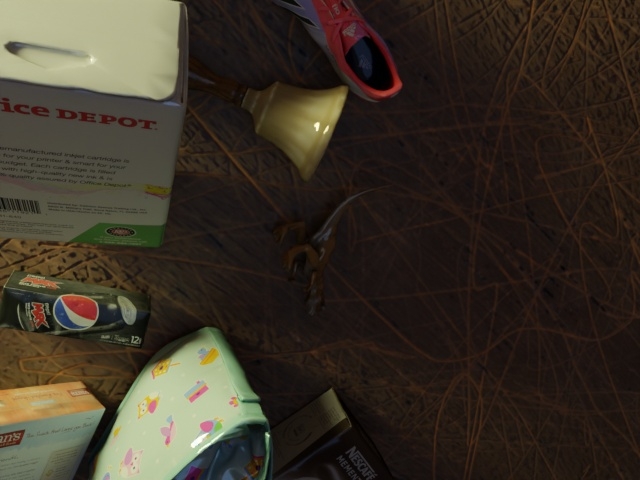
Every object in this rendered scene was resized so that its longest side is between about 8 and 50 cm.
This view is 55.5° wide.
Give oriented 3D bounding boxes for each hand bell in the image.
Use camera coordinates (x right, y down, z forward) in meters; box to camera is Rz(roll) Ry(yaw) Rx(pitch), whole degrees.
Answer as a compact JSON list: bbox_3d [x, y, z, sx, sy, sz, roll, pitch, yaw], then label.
[{"bbox_3d":[-0.102,-0.171,0.709,0.242,0.126,0.126,22,102,-8],"label":"hand bell"}]

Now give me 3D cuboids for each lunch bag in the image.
[{"bbox_3d":[-0.167,0.261,0.762,0.160,0.223,0.262,32,96,-29],"label":"lunch bag"}]

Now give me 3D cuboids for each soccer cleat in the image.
[{"bbox_3d":[0.009,-0.261,0.694,0.083,0.095,0.248,-42,115,0],"label":"soccer cleat"}]

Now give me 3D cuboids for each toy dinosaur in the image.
[{"bbox_3d":[0.000,0.000,0.814,0.112,0.064,0.211,4,118,-34],"label":"toy dinosaur"}]

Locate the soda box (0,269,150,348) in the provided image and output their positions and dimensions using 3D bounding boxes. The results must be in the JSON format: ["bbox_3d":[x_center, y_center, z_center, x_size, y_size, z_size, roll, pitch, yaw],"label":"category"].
[{"bbox_3d":[-0.299,0.086,0.750,0.169,0.060,0.053,13,104,-19],"label":"soda box"}]

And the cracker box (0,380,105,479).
[{"bbox_3d":[-0.389,0.294,0.756,0.155,0.067,0.232,11,110,-57],"label":"cracker box"}]

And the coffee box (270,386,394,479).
[{"bbox_3d":[-0.036,0.356,0.900,0.246,0.098,0.141,-35,115,-1],"label":"coffee box"}]

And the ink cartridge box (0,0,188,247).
[{"bbox_3d":[-0.241,-0.105,0.581,0.201,0.278,0.117,4,64,-17],"label":"ink cartridge box"}]
